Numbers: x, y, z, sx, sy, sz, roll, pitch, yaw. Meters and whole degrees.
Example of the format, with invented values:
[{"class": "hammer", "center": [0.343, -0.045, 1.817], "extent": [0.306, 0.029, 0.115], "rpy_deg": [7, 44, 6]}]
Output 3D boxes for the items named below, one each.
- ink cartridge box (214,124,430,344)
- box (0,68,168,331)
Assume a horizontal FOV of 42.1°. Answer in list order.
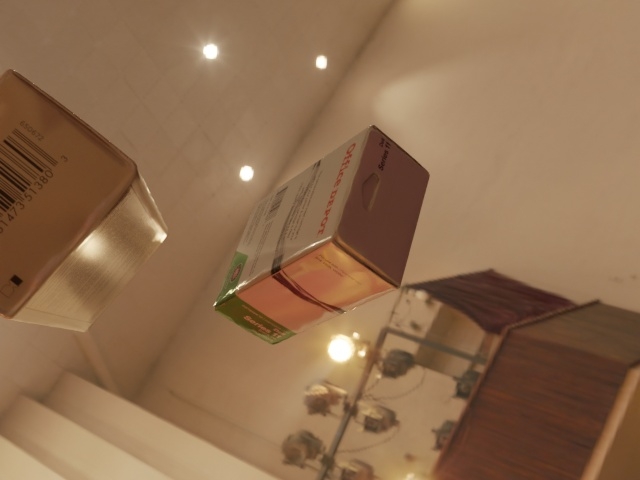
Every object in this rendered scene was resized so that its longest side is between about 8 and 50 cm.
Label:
[{"class": "ink cartridge box", "center": [0.000, 0.000, 0.836], "extent": [0.087, 0.208, 0.153], "rpy_deg": [35, -128, -21]}, {"class": "box", "center": [-0.231, -0.013, 0.723], "extent": [0.148, 0.121, 0.311], "rpy_deg": [-52, 0, -11]}]
